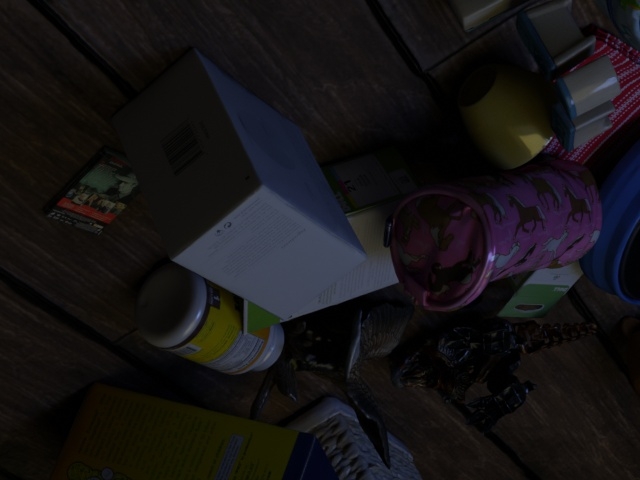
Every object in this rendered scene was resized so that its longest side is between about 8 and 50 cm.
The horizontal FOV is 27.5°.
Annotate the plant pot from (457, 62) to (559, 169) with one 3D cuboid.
[{"bbox_3d":[0.230,-0.171,1.658,0.095,0.134,0.134,36,114,-28],"label":"plant pot"}]

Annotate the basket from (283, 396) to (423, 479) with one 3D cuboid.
[{"bbox_3d":[0.016,0.495,2.236,0.328,0.266,0.331,-37,146,9],"label":"basket"}]

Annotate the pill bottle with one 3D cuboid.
[{"bbox_3d":[-0.144,0.113,1.776,0.117,0.117,0.215,-38,144,17],"label":"pill bottle"}]

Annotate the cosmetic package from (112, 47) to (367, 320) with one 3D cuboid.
[{"bbox_3d":[-0.092,-0.059,1.492,0.138,0.224,0.225,-38,143,16],"label":"cosmetic package"}]

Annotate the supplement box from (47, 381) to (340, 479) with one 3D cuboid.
[{"bbox_3d":[-0.177,0.360,1.854,0.357,0.195,0.194,10,151,21],"label":"supplement box"}]

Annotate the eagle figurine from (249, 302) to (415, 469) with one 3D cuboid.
[{"bbox_3d":[0.043,0.190,1.948,0.298,0.225,0.226,24,112,-36],"label":"eagle figurine"}]

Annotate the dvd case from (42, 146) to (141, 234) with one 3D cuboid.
[{"bbox_3d":[-0.264,-0.058,1.568,0.119,0.013,0.087,-41,143,22],"label":"dvd case"}]

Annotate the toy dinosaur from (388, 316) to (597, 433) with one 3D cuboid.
[{"bbox_3d":[0.264,0.173,2.072,0.322,0.164,0.218,-37,-175,12],"label":"toy dinosaur"}]

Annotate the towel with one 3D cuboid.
[{"bbox_3d":[0.380,-0.183,1.807,0.275,0.031,0.199,17,128,-45],"label":"towel"}]

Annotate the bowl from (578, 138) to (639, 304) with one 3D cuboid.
[{"bbox_3d":[0.564,-0.060,1.977,0.391,0.077,0.391,-25,142,-22],"label":"bowl"}]

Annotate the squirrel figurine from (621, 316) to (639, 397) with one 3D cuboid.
[{"bbox_3d":[0.733,0.152,2.326,0.371,0.281,0.397,-4,127,-13],"label":"squirrel figurine"}]

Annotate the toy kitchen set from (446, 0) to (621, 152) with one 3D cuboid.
[{"bbox_3d":[0.250,-0.216,1.556,0.122,0.207,0.166,-27,163,1],"label":"toy kitchen set"}]

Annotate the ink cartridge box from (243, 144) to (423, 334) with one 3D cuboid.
[{"bbox_3d":[0.000,0.000,1.727,0.255,0.097,0.188,-18,144,-18],"label":"ink cartridge box"}]

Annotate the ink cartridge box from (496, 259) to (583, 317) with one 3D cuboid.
[{"bbox_3d":[0.358,0.032,2.043,0.109,0.062,0.209,3,136,-37],"label":"ink cartridge box"}]

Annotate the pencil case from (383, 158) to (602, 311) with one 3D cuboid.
[{"bbox_3d":[0.240,-0.015,1.727,0.167,0.160,0.386,-7,-175,35],"label":"pencil case"}]

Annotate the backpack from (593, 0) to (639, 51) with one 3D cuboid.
[{"bbox_3d":[0.425,-0.329,1.476,0.290,0.273,0.355,-47,166,29],"label":"backpack"}]
